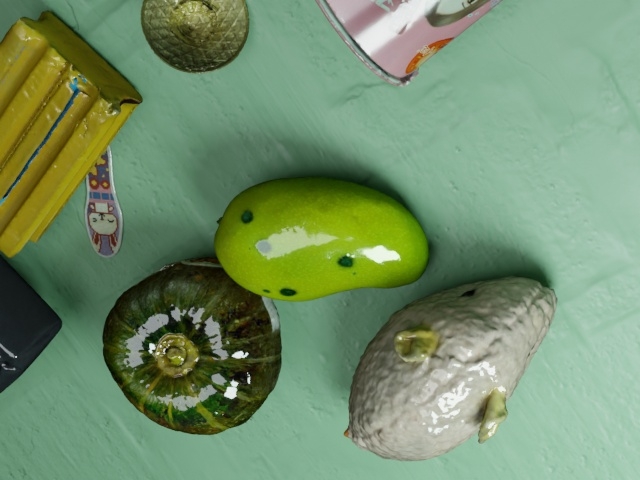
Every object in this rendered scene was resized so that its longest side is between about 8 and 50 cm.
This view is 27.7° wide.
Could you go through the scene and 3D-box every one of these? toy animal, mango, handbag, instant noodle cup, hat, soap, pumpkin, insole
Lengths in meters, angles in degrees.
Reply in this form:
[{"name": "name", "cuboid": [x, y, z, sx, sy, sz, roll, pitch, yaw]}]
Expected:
[{"name": "toy animal", "cuboid": [0.147, 0.180, 1.714, 0.188, 0.226, 0.358, 44, 120, 1]}, {"name": "mango", "cuboid": [0.000, 0.000, 1.755, 0.293, 0.143, 0.175, 3, 114, 10]}, {"name": "handbag", "cuboid": [-0.567, 0.101, 2.000, 0.302, 0.178, 0.275, 47, 136, -4]}, {"name": "instant noodle cup", "cuboid": [0.124, -0.339, 1.515, 0.231, 0.243, 0.243, -31, 97, 23]}, {"name": "hat", "cuboid": [-0.172, -0.291, 1.748, 0.146, 0.067, 0.146, 1, 87, -13]}, {"name": "soap", "cuboid": [-0.420, -0.155, 1.876, 0.204, 0.096, 0.324, 45, 120, 3]}, {"name": "pumpkin", "cuboid": [-0.175, 0.154, 1.869, 0.260, 0.189, 0.260, 0, 88, 16]}, {"name": "insole", "cuboid": [-0.325, -0.064, 1.932, 0.065, 0.004, 0.197, 7, 114, 19]}]
